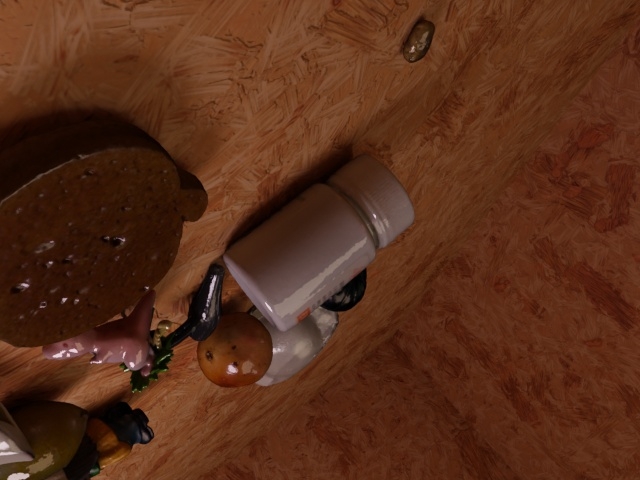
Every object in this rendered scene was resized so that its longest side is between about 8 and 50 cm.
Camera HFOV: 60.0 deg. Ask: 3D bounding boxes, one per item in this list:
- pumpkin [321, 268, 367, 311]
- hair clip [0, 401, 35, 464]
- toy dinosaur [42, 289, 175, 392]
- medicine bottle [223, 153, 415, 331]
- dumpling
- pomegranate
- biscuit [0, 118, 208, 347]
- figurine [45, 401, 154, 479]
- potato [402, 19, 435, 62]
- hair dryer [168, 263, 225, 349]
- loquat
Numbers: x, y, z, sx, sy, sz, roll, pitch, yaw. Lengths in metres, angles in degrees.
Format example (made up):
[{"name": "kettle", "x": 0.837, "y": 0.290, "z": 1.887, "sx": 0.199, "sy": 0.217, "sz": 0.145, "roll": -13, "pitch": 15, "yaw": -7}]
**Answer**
[{"name": "pumpkin", "x": 0.044, "y": 0.096, "z": 1.484, "sx": 0.150, "sy": 0.194, "sz": 0.194, "roll": -29, "pitch": 167, "yaw": 23}, {"name": "hair clip", "x": -0.558, "y": 0.284, "z": 0.798, "sx": 0.172, "sy": 0.113, "sz": 0.282, "roll": -24, "pitch": 155, "yaw": -19}, {"name": "toy dinosaur", "x": -0.358, "y": 0.159, "z": 0.969, "sx": 0.194, "sy": 0.152, "sz": 0.177, "roll": -34, "pitch": 131, "yaw": -7}, {"name": "medicine bottle", "x": 0.000, "y": 0.000, "z": 1.159, "sx": 0.371, "sy": 0.211, "sz": 0.211, "roll": -38, "pitch": 160, "yaw": -13}, {"name": "dumpling", "x": -0.132, "y": 0.278, "z": 1.570, "sx": 0.260, "sy": 0.181, "sz": 0.341, "roll": 31, "pitch": 139, "yaw": -32}, {"name": "pomegranate", "x": -0.207, "y": 0.264, "z": 1.352, "sx": 0.191, "sy": 0.191, "sz": 0.191, "roll": -37, "pitch": 160, "yaw": -16}, {"name": "biscuit", "x": -0.309, "y": -0.007, "z": 0.749, "sx": 0.350, "sy": 0.070, "sz": 0.394, "roll": -32, "pitch": 158, "yaw": -36}, {"name": "figurine", "x": -0.535, "y": 0.473, "z": 1.195, "sx": 0.332, "sy": 0.185, "sz": 0.205, "roll": -51, "pitch": 136, "yaw": -38}, {"name": "potato", "x": 0.180, "y": -0.362, "z": 1.010, "sx": 0.051, "sy": 0.040, "sz": 0.083, "roll": -34, "pitch": 160, "yaw": -39}, {"name": "hair dryer", "x": -0.274, "y": 0.165, "z": 1.118, "sx": 0.219, "sy": 0.075, "sz": 0.196, "roll": -42, "pitch": 158, "yaw": -53}, {"name": "loquat", "x": -0.514, "y": 0.363, "z": 1.002, "sx": 0.195, "sy": 0.152, "sz": 0.152, "roll": -14, "pitch": 146, "yaw": -43}]
